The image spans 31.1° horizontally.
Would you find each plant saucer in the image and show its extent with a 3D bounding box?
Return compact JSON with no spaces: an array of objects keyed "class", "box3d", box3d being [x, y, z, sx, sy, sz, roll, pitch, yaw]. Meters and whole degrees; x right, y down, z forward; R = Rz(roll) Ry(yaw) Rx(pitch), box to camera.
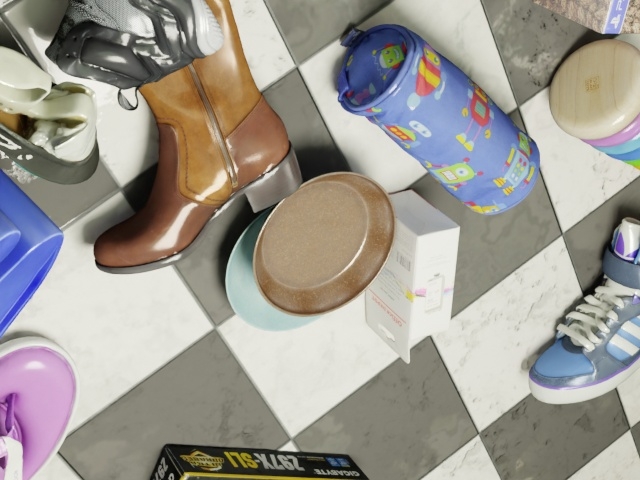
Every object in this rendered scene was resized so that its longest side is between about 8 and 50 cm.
[{"class":"plant saucer","box3d":[-0.037,0.023,1.447,0.195,0.037,0.195,-15,123,-24]},{"class":"plant saucer","box3d":[0.000,0.000,1.409,0.199,0.036,0.198,-16,125,-24]}]

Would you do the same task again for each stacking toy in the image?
[{"class":"stacking toy","box3d":[0.455,-0.146,1.600,0.330,0.141,0.141,29,100,-44]}]

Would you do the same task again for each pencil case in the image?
[{"class":"pencil case","box3d":[0.143,-0.143,1.408,0.133,0.119,0.306,-21,142,35]}]

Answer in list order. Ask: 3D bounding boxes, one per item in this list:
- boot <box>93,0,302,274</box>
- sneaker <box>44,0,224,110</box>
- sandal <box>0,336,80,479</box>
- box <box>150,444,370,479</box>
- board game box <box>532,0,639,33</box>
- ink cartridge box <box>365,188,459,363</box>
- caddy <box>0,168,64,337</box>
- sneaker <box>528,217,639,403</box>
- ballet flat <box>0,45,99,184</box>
[{"class":"boot","box3d":[-0.175,-0.122,1.243,0.264,0.096,0.280,-25,122,-2]},{"class":"sneaker","box3d":[-0.226,-0.248,1.109,0.153,0.101,0.268,-41,115,2]},{"class":"sandal","box3d":[-0.415,0.298,1.331,0.416,0.102,0.169,-51,131,3]},{"class":"box","box3d":[-0.111,0.418,1.610,0.322,0.079,0.257,12,108,-36]},{"class":"board game box","box3d":[0.442,-0.388,1.435,0.291,0.141,0.232,-6,120,-29]},{"class":"ink cartridge box","box3d":[0.117,0.048,1.508,0.067,0.115,0.198,-13,124,-26]},{"class":"caddy","box3d":[-0.414,0.043,1.103,0.341,0.179,0.241,-52,172,4]},{"class":"sneaker","box3d":[0.435,0.081,1.734,0.323,0.130,0.236,-24,118,-12]},{"class":"ballet flat","box3d":[-0.277,-0.122,1.086,0.280,0.096,0.095,29,57,-57]}]
